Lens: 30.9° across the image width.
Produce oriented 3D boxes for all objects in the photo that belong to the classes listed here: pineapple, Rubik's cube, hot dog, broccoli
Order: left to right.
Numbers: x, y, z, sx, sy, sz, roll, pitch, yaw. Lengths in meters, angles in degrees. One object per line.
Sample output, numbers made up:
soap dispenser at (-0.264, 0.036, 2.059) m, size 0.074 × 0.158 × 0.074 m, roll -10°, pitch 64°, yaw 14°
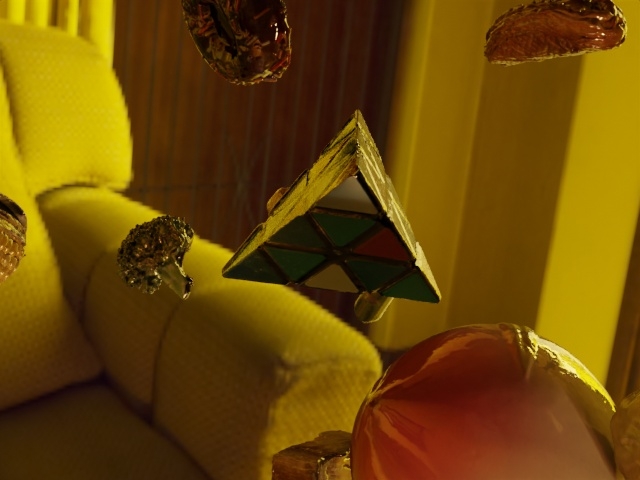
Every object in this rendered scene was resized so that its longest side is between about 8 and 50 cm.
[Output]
broccoli at (-0.285, 0.036, 2.088) m, size 0.160 × 0.154 × 0.167 m, roll 43°, pitch 8°, yaw 1°
pineapple at (-0.004, 0.362, 1.657) m, size 0.114 × 0.236 × 0.186 m, roll -1°, pitch -33°, yaw 24°
Rubik's cube at (0.063, -0.063, 1.462) m, size 0.250 × 0.284 × 0.234 m, roll 24°, pitch 51°, yaw -21°
hot dog at (0.353, -0.322, 1.767) m, size 0.227 × 0.099 × 0.160 m, roll -7°, pitch 12°, yaw 39°

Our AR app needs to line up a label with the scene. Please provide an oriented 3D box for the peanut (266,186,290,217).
peanut at (0.000, 0.000, 1.783) m, size 0.207 × 0.087 × 0.087 m, roll 42°, pitch 8°, yaw -16°

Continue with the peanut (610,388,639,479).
peanut at (0.407, 0.257, 1.110) m, size 0.313 × 0.152 × 0.152 m, roll 43°, pitch 8°, yaw -16°

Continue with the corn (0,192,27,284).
corn at (-0.469, -0.043, 1.346) m, size 0.122 × 0.123 × 0.305 m, roll 12°, pitch -20°, yaw 37°

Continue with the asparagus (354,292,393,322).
asparagus at (0.119, 0.082, 2.134) m, size 0.067 × 0.060 × 0.277 m, roll 8°, pitch -25°, yaw -11°

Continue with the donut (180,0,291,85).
donut at (-0.138, -0.349, 1.844) m, size 0.089 × 0.235 × 0.235 m, roll -31°, pitch 34°, yaw -27°

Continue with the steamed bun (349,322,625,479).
steamed bun at (0.152, 0.217, 1.210) m, size 0.309 × 0.309 × 0.309 m, roll 6°, pitch 16°, yaw -2°
